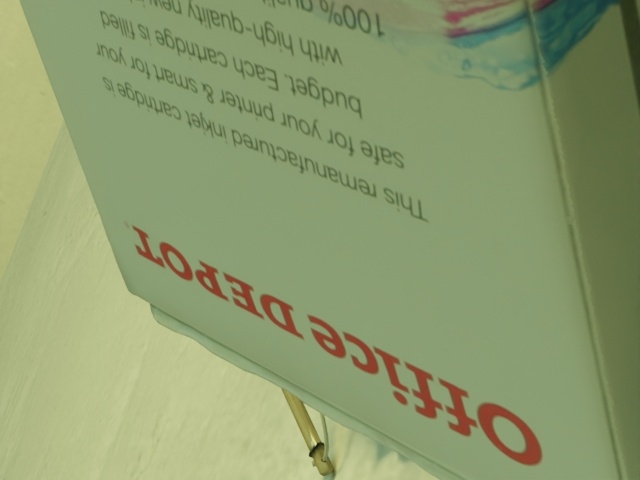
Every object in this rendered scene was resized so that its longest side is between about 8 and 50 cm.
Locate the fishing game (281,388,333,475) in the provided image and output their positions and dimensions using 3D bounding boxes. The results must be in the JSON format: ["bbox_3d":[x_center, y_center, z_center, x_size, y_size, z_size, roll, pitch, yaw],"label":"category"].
[{"bbox_3d":[0.000,0.000,0.690,0.189,0.041,0.264,66,155,11],"label":"fishing game"}]

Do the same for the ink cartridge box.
[{"bbox_3d":[0.012,-0.103,0.403,0.131,0.306,0.226,-36,39,-26],"label":"ink cartridge box"}]
